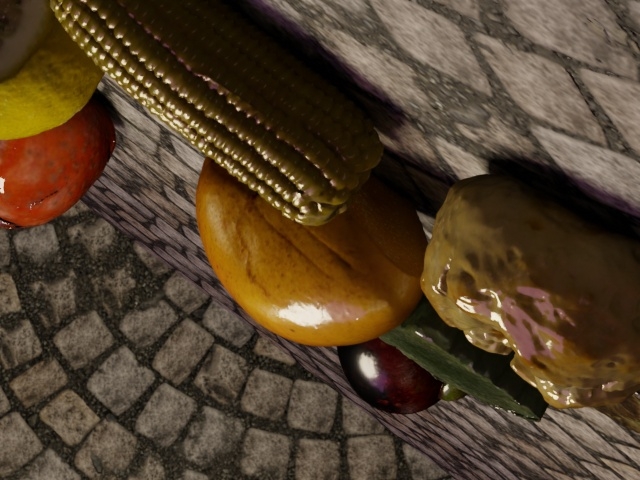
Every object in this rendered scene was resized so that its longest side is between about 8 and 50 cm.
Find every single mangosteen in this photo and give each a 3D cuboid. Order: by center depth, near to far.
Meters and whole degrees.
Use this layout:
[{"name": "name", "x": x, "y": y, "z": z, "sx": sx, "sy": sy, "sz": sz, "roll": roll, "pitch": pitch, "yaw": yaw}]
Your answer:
[{"name": "mangosteen", "x": 0.118, "y": 0.123, "z": 1.896, "sx": 0.200, "sy": 0.200, "sz": 0.200, "roll": 36, "pitch": 170, "yaw": 7}]

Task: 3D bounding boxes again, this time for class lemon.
[{"name": "lemon", "x": -0.324, "y": -0.216, "z": 1.636, "sx": 0.240, "sy": 0.240, "sz": 0.219, "roll": 35, "pitch": -179, "yaw": 13}]

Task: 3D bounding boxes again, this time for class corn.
[{"name": "corn", "x": -0.100, "y": -0.150, "z": 1.462, "sx": 0.344, "sy": 0.131, "sz": 0.131, "roll": 37, "pitch": 170, "yaw": 1}]

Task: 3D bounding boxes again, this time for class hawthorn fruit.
[{"name": "hawthorn fruit", "x": -0.448, "y": -0.122, "z": 2.330, "sx": 0.276, "sy": 0.308, "sz": 0.276, "roll": 22, "pitch": 164, "yaw": 7}]

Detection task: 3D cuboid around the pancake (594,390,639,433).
[{"name": "pancake", "x": 0.257, "y": 0.116, "z": 1.730, "sx": 0.288, "sy": 0.033, "sz": 0.286, "roll": 32, "pitch": 168, "yaw": 24}]

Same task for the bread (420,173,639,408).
[{"name": "bread", "x": 0.191, "y": 0.049, "z": 1.345, "sx": 0.244, "sy": 0.134, "sz": 0.244, "roll": 36, "pitch": 173, "yaw": 5}]

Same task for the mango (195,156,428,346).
[{"name": "mango", "x": 0.000, "y": 0.000, "z": 1.632, "sx": 0.201, "sy": 0.199, "sz": 0.350, "roll": -5, "pitch": -153, "yaw": -25}]

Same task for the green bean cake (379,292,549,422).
[{"name": "green bean cake", "x": 0.148, "y": 0.101, "z": 1.669, "sx": 0.185, "sy": 0.094, "sz": 0.183, "roll": 41, "pitch": 167, "yaw": -21}]
